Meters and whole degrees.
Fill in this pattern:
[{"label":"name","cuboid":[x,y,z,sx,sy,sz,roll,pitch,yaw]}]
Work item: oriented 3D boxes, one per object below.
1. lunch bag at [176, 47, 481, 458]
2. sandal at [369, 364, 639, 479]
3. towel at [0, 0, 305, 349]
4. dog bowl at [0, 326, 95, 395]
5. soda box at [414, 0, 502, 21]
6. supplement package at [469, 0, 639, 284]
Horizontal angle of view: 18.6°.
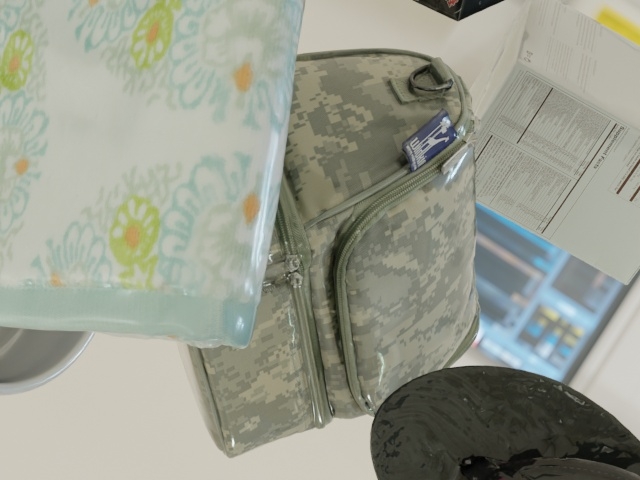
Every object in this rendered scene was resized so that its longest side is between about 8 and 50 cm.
[{"label":"lunch bag","cuboid":[0.000,0.000,1.531,0.305,0.256,0.212,81,169,-51]},{"label":"sandal","cuboid":[0.220,0.243,1.364,0.446,0.167,0.107,42,177,12]},{"label":"towel","cuboid":[-0.161,-0.096,1.312,0.374,0.320,0.090,3,175,44]},{"label":"dog bowl","cuboid":[-0.317,0.008,1.775,0.104,0.264,0.265,-3,150,41]},{"label":"soda box","cuboid":[0.154,-0.253,1.774,0.053,0.060,0.169,28,-146,25]},{"label":"supplement package","cuboid":[0.246,-0.102,1.854,0.203,0.149,0.194,29,-150,-4]}]
